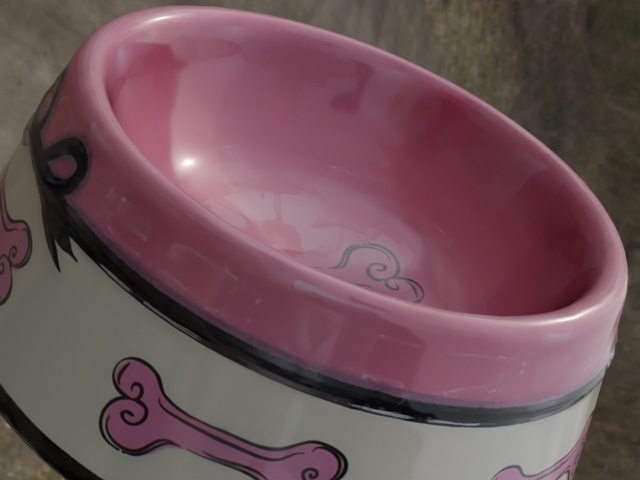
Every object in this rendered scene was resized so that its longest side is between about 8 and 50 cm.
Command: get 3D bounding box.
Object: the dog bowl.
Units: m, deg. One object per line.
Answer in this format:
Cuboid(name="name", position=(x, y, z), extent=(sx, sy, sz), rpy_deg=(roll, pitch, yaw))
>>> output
Cuboid(name="dog bowl", position=(0.000, 0.000, 0.642), extent=(0.150, 0.407, 0.408), rpy_deg=(-65, 172, 29))
